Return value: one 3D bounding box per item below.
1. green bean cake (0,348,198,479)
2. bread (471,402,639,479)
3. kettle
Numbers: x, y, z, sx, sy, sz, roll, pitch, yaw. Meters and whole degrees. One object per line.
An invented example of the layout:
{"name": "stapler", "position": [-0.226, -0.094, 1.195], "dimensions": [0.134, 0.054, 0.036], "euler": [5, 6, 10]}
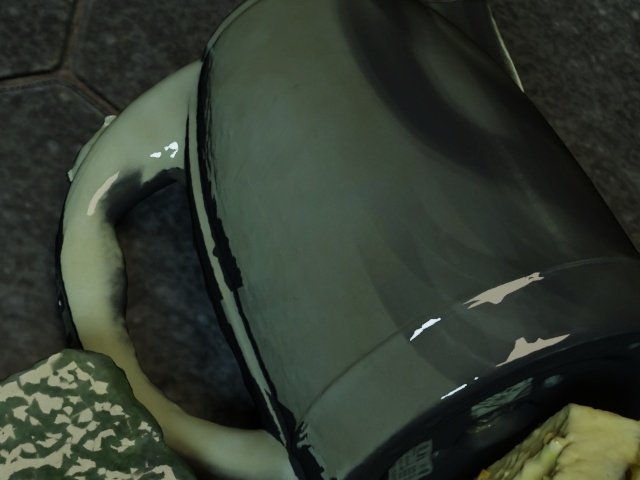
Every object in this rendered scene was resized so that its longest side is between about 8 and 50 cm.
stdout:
{"name": "green bean cake", "position": [-0.147, 0.170, 0.674], "dimensions": [0.185, 0.094, 0.183], "euler": [-28, 73, -34]}
{"name": "bread", "position": [0.093, 0.236, 0.613], "dimensions": [0.198, 0.236, 0.263], "euler": [36, 39, 3]}
{"name": "kettle", "position": [0.000, 0.000, 0.797], "dimensions": [0.321, 0.228, 0.324], "euler": [-26, 62, -1]}
